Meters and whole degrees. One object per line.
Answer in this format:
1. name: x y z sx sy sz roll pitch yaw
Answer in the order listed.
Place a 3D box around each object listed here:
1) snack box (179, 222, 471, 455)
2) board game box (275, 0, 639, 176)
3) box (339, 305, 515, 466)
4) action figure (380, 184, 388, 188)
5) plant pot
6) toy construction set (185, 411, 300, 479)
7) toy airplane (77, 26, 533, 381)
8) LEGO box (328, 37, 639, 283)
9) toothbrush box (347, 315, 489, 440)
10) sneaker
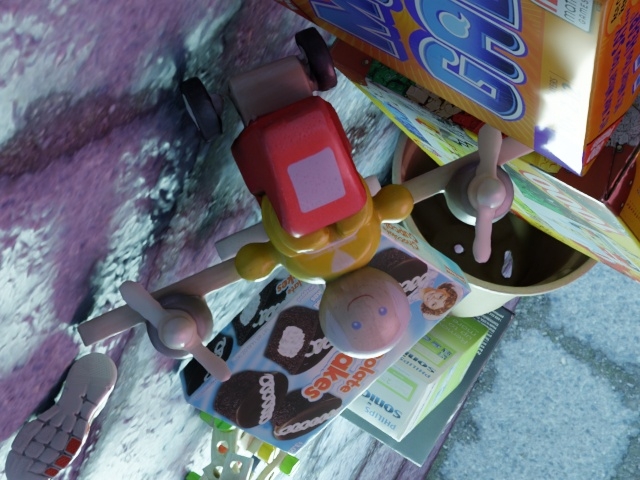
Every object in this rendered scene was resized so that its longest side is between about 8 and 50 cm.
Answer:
1. snack box: 0.004 0.111 1.827 0.187 0.060 0.322 32 112 -35
2. board game box: 0.160 -0.335 1.213 0.356 0.357 0.356 -56 165 -10
3. box: 0.191 0.220 2.720 0.312 0.179 0.343 -57 174 0
4. action figure: 0.029 0.024 1.907 0.099 0.185 0.285 -36 151 -21
5. plant pot: 0.238 -0.031 2.262 0.334 0.334 0.305 -52 176 -22
6. toy construction set: -0.116 0.304 2.065 0.215 0.151 0.327 -56 176 -8
7. toy airplane: 0.000 0.000 1.479 0.384 0.272 0.386 -3 150 -47
8. LEGO box: 0.286 -0.135 1.805 0.193 0.372 0.500 -59 152 -1
9. toothbrush box: 0.115 0.173 2.403 0.283 0.206 0.122 -30 149 -60
10. sneaker: -0.254 0.188 1.520 0.158 0.061 0.065 -53 171 -18
